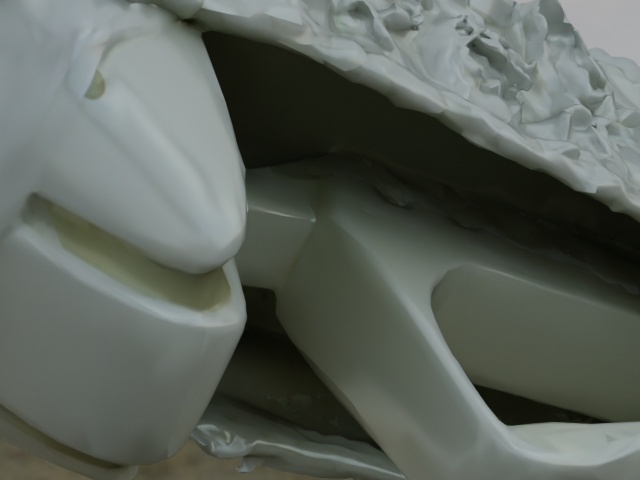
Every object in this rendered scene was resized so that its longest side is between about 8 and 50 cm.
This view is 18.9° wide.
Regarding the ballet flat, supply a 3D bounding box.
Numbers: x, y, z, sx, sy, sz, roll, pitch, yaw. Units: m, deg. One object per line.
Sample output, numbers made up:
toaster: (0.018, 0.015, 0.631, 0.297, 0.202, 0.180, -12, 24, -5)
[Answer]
ballet flat: (0.000, 0.000, 0.413, 0.409, 0.147, 0.147, 16, -14, -26)
